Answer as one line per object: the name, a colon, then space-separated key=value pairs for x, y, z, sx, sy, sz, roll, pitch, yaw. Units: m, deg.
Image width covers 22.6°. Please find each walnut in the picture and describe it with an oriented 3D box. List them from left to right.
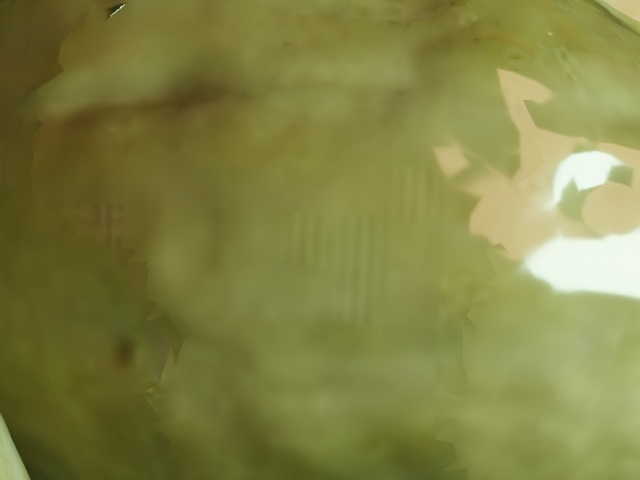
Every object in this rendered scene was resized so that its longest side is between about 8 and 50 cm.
walnut: x=0.000 y=0.000 z=0.709 sx=0.381 sy=0.381 sz=0.381 roll=33 pitch=38 yaw=-30

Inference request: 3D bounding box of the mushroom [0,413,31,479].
mushroom: x=-0.204 y=0.074 z=0.491 sx=0.195 sy=0.254 sz=0.189 roll=-21 pitch=75 yaw=-24
